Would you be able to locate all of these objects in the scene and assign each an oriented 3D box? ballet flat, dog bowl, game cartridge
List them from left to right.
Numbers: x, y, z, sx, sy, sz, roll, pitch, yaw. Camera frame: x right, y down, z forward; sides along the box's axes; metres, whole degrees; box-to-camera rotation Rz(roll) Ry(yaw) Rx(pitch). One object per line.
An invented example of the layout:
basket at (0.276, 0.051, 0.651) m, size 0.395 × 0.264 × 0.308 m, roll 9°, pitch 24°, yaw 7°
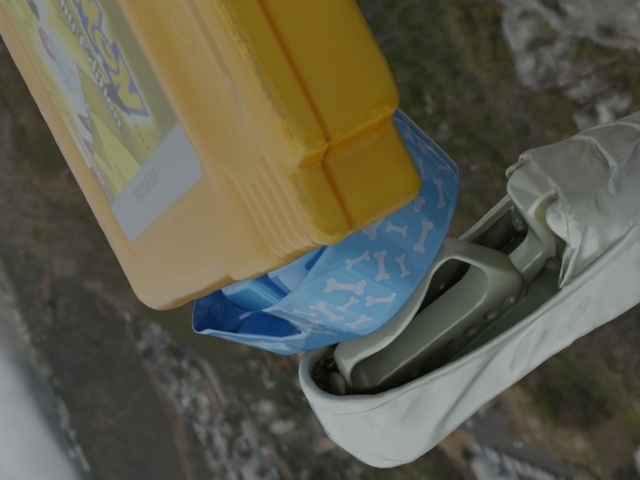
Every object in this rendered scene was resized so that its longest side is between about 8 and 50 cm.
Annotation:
game cartridge at (-0.090, -0.113, 0.494) m, size 0.285 × 0.052 × 0.323 m, roll 63°, pitch 164°, yaw -1°
dog bowl at (0.000, 0.000, 0.895) m, size 0.074 × 0.166 × 0.297 m, roll 29°, pitch 160°, yaw -15°
ballet flat at (0.145, 0.017, 0.922) m, size 0.139 × 0.400 × 0.139 m, roll 47°, pitch -170°, yaw -11°
